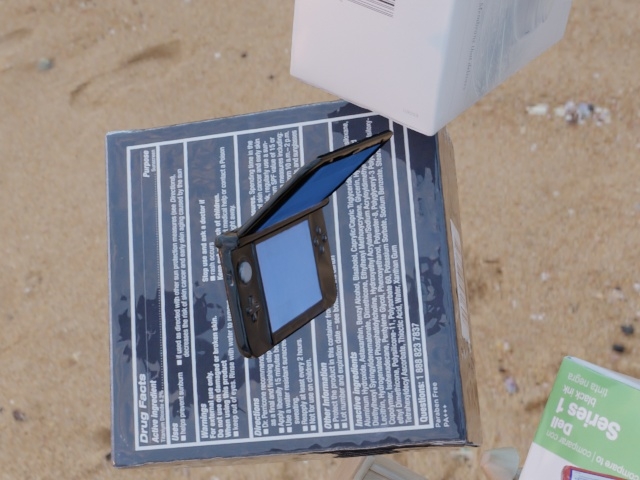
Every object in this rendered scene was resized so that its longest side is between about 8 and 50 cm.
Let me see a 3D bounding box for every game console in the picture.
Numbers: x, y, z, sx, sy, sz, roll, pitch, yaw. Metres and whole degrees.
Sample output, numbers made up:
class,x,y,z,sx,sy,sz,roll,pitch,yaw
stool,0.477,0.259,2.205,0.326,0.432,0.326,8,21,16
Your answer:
class,x,y,z,sx,sy,sz,roll,pitch,yaw
game console,0.000,0.000,0.606,0.071,0.107,0.122,-6,10,27

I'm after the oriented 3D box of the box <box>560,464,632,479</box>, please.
class,x,y,z,sx,sy,sz,roll,pitch,yaw
box,0.118,0.208,0.340,0.128,0.123,0.257,12,27,12

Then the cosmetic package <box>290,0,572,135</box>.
class,x,y,z,sx,sy,sz,roll,pitch,yaw
cosmetic package,0.103,-0.236,0.791,0.138,0.224,0.224,27,43,25

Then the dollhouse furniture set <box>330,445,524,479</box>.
class,x,y,z,sx,sy,sz,roll,pitch,yaw
dollhouse furniture set,0.102,0.330,0.894,0.174,0.355,0.303,29,95,-14

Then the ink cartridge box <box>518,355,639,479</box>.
class,x,y,z,sx,sy,sz,roll,pitch,yaw
ink cartridge box,0.173,0.193,0.572,0.092,0.160,0.219,23,92,54

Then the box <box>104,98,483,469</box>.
class,x,y,z,sx,sy,sz,roll,pitch,yaw
box,-0.021,0.045,0.931,0.294,0.183,0.296,-6,77,12
